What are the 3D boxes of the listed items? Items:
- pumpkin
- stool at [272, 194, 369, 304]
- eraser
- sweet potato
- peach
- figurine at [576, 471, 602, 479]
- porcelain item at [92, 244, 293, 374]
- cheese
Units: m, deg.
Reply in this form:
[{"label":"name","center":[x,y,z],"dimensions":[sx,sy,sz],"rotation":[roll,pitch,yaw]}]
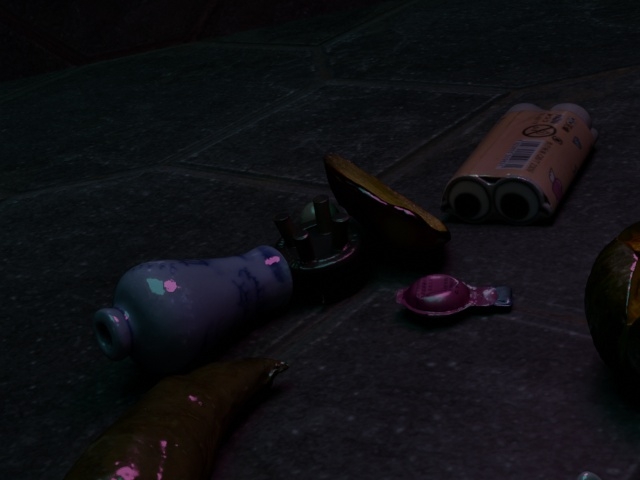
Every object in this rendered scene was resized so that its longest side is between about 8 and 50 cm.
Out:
[{"label":"pumpkin","center":[0.392,0.065,1.038],"dimensions":[0.238,0.159,0.238],"rotation":[-19,41,17]},{"label":"stool","center":[0.000,0.000,1.405],"dimensions":[0.125,0.121,0.217],"rotation":[-9,30,10]},{"label":"eraser","center":[0.311,-0.124,1.561],"dimensions":[0.171,0.087,0.290],"rotation":[5,31,27]},{"label":"sweet potato","center":[-0.154,0.216,1.022],"dimensions":[0.131,0.130,0.422],"rotation":[-2,18,20]},{"label":"peach","center":[0.073,-0.050,1.441],"dimensions":[0.068,0.189,0.279],"rotation":[-57,29,7]},{"label":"figurine","center":[0.248,0.237,0.828],"dimensions":[0.086,0.082,0.094],"rotation":[12,34,0]},{"label":"porcelain item","center":[-0.160,0.081,1.288],"dimensions":[0.259,0.141,0.141],"rotation":[-20,25,-35]},{"label":"cheese","center":[0.167,0.070,1.272],"dimensions":[0.145,0.038,0.095],"rotation":[0,28,10]}]
